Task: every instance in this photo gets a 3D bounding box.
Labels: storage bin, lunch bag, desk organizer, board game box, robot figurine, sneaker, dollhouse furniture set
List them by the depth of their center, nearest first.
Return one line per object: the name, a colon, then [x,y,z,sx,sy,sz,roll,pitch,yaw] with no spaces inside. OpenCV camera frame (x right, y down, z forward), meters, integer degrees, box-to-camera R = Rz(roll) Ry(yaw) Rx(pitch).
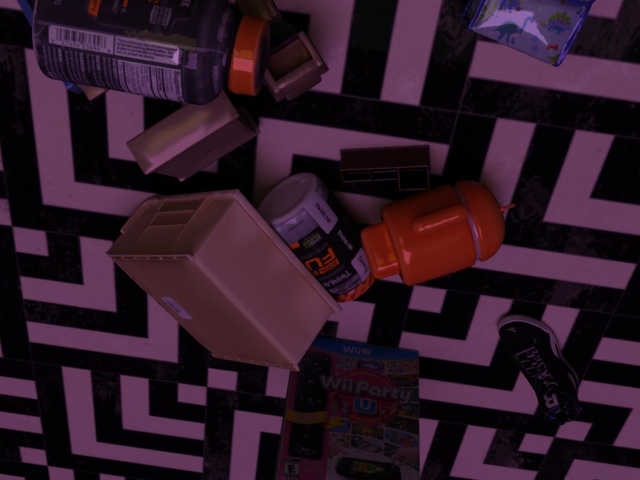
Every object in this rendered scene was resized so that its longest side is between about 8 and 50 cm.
lunch bag: [0.261,-0.305,1.035,0.128,0.096,0.151,21,114,-8]
dollhouse furniture set: [-0.186,-0.269,1.130,0.286,0.198,0.303,-31,90,4]
desk organizer: [0.093,-0.102,1.244,0.130,0.050,0.047,-2,129,8]
robot figurine: [0.170,-0.013,1.248,0.219,0.128,0.158,-18,130,1]
storage bin: [-0.154,0.062,1.305,0.260,0.123,0.262,0,139,49]
board game box: [0.047,0.309,1.426,0.224,0.303,0.098,8,130,-1]
sneaker: [0.375,0.225,1.438,0.079,0.121,0.217,-31,120,27]

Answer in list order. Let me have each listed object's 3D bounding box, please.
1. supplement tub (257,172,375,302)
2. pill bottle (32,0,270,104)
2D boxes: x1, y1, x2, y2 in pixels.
supplement tub: [0.000,0.000,1.297,0.117,0.117,0.190,-25,123,24]
pill bottle: [-0.183,-0.225,0.967,0.245,0.130,0.130,10,130,2]
